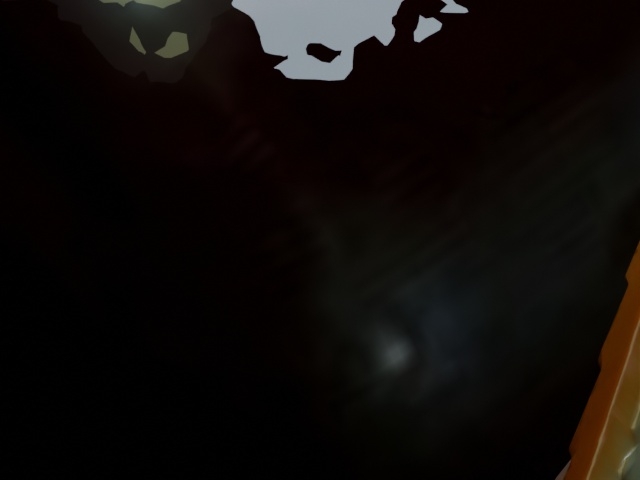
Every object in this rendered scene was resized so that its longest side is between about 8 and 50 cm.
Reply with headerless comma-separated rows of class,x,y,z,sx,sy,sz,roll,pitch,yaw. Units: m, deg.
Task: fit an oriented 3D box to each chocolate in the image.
chocolate,0.000,0.000,0.544,0.384,0.383,0.331,-4,28,41

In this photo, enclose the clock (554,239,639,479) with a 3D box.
clock,0.131,0.056,0.277,0.220,0.106,0.255,-54,13,15
